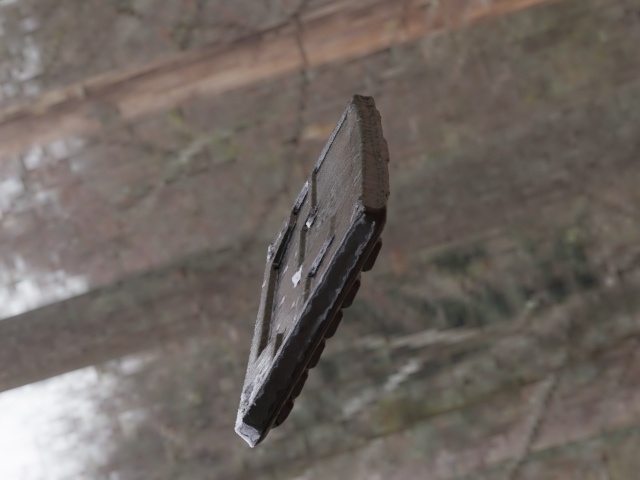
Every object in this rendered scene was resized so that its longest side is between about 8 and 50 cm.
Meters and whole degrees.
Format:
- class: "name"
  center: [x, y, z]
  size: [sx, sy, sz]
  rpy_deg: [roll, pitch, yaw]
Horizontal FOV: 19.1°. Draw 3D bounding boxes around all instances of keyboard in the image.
- class: "keyboard"
  center: [0.000, 0.000, 0.417]
  size: [0.010, 0.053, 0.155]
  rpy_deg: [28, -168, -5]
